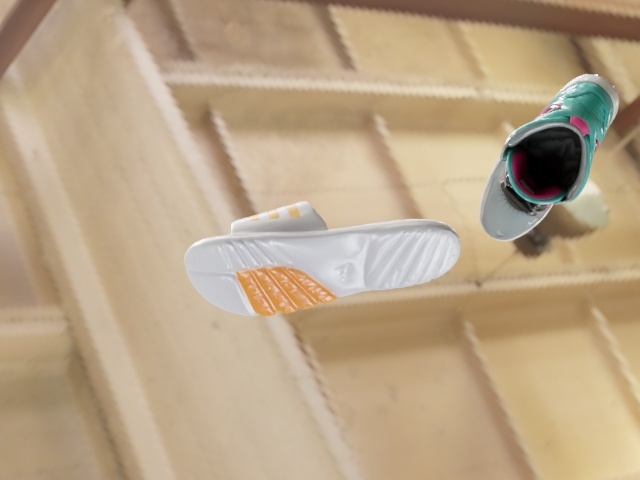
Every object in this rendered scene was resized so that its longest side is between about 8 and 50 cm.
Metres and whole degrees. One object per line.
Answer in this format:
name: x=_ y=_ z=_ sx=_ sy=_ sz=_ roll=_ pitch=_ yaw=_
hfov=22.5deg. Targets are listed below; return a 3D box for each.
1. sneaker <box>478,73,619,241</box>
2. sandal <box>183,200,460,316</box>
sneaker: x=0.294 y=-0.083 z=2.219 sx=0.124 sy=0.295 sz=0.178 roll=36 pitch=-145 yaw=6
sandal: x=0.002 y=0.008 z=1.563 sx=0.265 sy=0.102 sz=0.076 roll=-6 pitch=-139 yaw=2
